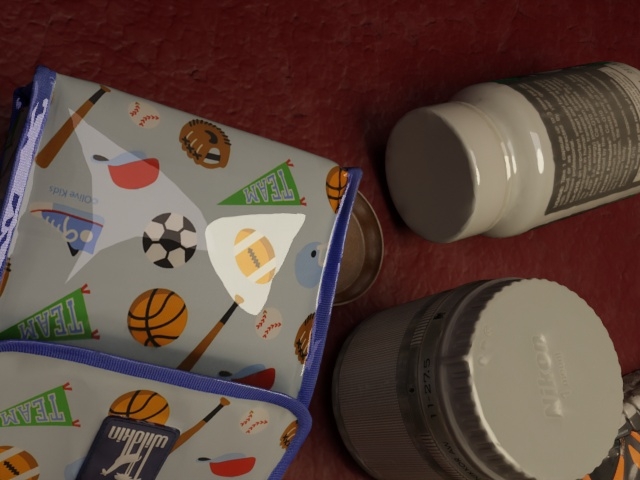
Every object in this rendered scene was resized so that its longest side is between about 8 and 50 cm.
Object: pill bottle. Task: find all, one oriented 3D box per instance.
[{"bbox_3d":[0.279,-0.119,1.057,0.361,0.204,0.204,-16,84,-32],"label":"pill bottle"}]

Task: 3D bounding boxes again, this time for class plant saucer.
[{"bbox_3d":[0.000,0.000,0.975,0.168,0.029,0.168,9,71,-27],"label":"plant saucer"}]

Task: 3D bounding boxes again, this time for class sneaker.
[{"bbox_3d":[0.470,0.289,1.109,0.321,0.124,0.180,-20,90,-20],"label":"sneaker"}]

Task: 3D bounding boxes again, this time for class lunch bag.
[{"bbox_3d":[-0.169,0.073,0.753,0.327,0.239,0.386,16,85,-24],"label":"lunch bag"}]

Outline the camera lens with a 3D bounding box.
[{"bbox_3d":[0.157,0.164,0.870,0.219,0.274,0.219,8,72,-27],"label":"camera lens"}]
